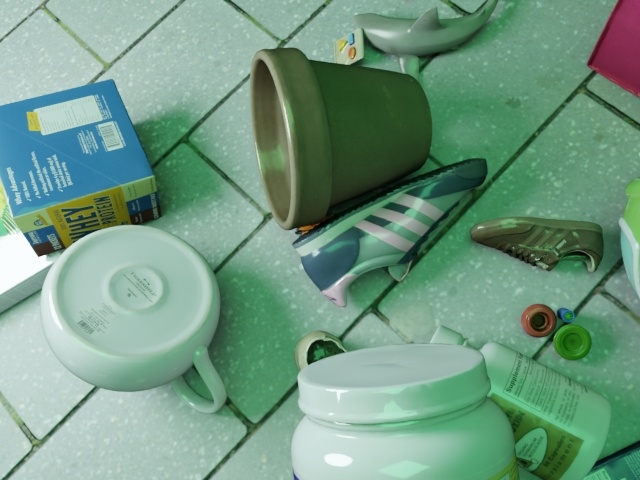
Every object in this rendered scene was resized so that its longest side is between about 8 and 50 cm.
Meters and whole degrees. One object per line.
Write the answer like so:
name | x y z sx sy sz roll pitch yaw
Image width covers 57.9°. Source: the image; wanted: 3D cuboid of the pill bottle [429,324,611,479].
pill bottle | 0.238 0.208 0.757 0.229 0.131 0.131 27 78 15

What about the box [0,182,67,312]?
box | -0.597 0.027 0.965 0.322 0.058 0.232 -32 72 -5

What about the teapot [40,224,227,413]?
teapot | -0.267 0.118 0.833 0.253 0.187 0.255 3 53 -19

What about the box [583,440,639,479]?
box | 0.402 0.346 0.742 0.226 0.036 0.136 -25 72 1

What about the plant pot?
plant pot | 0.031 -0.159 0.864 0.230 0.263 0.262 -10 71 -16

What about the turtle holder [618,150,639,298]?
turtle holder | 0.500 0.013 0.695 0.244 0.320 0.227 7 99 4

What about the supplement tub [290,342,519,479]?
supplement tub | 0.097 0.296 0.630 0.241 0.241 0.330 -8 90 5

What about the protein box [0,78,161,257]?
protein box | -0.386 -0.115 0.911 0.201 0.136 0.199 -21 70 -19

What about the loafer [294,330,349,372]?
loafer | 0.051 0.235 0.794 0.102 0.092 0.268 -41 72 -6

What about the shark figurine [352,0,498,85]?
shark figurine | 0.205 -0.368 0.956 0.279 0.116 0.166 -19 73 3

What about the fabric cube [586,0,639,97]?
fabric cube | 0.597 -0.338 0.817 0.259 0.254 0.258 41 82 17

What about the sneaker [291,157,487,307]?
sneaker | 0.123 -0.015 0.874 0.319 0.112 0.131 -27 96 -4

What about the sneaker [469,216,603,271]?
sneaker | 0.316 0.008 0.845 0.189 0.066 0.071 1 74 8

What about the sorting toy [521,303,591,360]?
sorting toy | 0.335 0.123 0.825 0.102 0.042 0.061 34 95 4

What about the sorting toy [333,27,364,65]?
sorting toy | 0.048 -0.317 0.994 0.062 0.012 0.083 -12 76 41

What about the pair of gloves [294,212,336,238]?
pair of gloves | 0.000 0.000 0.919 0.074 0.010 0.083 -16 72 2
